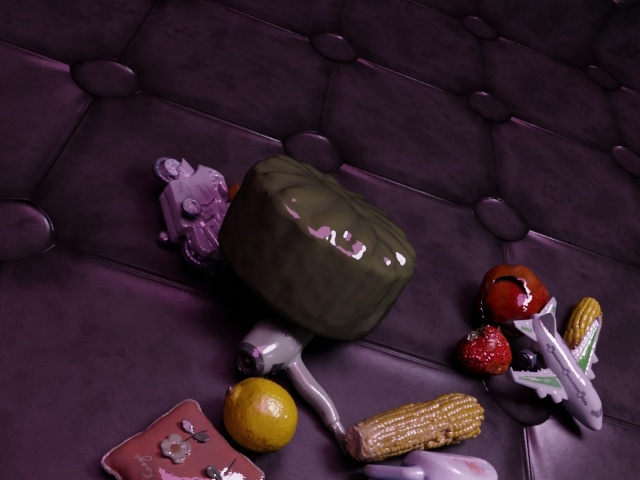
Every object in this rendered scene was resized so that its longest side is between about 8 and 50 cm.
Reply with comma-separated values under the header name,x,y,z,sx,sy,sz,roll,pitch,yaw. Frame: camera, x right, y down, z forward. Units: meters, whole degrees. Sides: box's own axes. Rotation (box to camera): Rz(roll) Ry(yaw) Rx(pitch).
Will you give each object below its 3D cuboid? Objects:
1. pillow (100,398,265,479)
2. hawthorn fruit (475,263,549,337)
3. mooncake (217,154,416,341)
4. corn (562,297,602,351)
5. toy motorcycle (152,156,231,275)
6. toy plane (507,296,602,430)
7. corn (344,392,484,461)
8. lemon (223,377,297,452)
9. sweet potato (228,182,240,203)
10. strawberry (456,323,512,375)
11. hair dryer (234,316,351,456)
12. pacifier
name,x,y,z,sx,sy,sz,roll,pitch,yaw
pillow,-0.194,0.327,0.969,0.179,0.075,0.171,43,50,18
hawthorn fruit,0.386,0.133,1.392,0.148,0.148,0.172,36,61,9
mooncake,0.000,0.000,1.216,0.356,0.194,0.356,33,20,-13
corn,0.565,0.197,1.465,0.072,0.072,0.203,34,43,7
toy motorcycle,-0.222,-0.055,1.300,0.170,0.110,0.260,0,54,-41
toy plane,0.465,0.247,1.310,0.251,0.101,0.255,-23,85,-26
corn,0.169,0.313,1.136,0.288,0.086,0.087,-3,51,-35
lemon,-0.095,0.269,1.048,0.133,0.109,0.109,41,39,-21
sweet potato,-0.174,-0.086,1.396,0.034,0.034,0.095,5,45,-22
strawberry,0.316,0.218,1.309,0.106,0.106,0.106,14,45,-14
hair dryer,-0.002,0.215,1.187,0.267,0.092,0.229,42,38,-5
pacifier,0.168,0.427,1.001,0.287,0.238,0.226,24,70,-41
